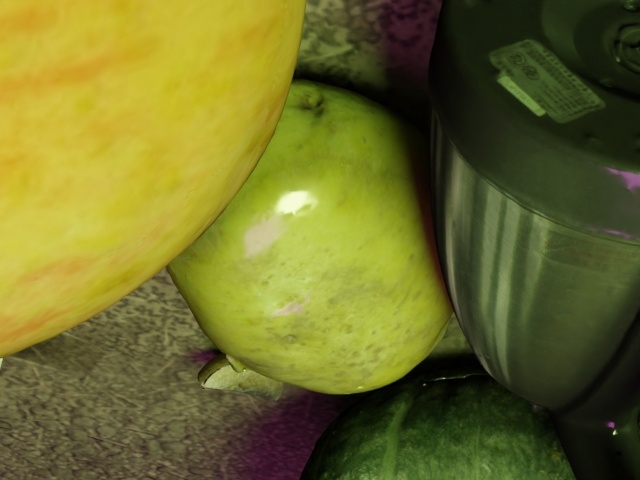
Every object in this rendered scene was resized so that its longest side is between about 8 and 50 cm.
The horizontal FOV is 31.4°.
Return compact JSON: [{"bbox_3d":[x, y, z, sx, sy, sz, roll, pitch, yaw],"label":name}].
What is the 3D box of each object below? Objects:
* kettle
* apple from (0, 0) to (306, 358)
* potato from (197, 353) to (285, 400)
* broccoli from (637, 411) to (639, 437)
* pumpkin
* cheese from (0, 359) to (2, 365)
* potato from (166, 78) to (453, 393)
[{"bbox_3d":[0.166,0.002,0.619,0.207,0.251,0.271,-31,148,-27],"label":"kettle"},{"bbox_3d":[-0.176,-0.118,0.424,0.364,0.364,0.364,3,144,2],"label":"apple"},{"bbox_3d":[-0.068,0.109,0.984,0.093,0.036,0.037,18,108,-46],"label":"potato"},{"bbox_3d":[0.328,0.098,0.705,0.254,0.302,0.186,10,133,58],"label":"broccoli"},{"bbox_3d":[0.141,0.243,0.948,0.328,0.257,0.291,6,141,10],"label":"pumpkin"},{"bbox_3d":[-0.160,-0.015,0.640,0.050,0.255,0.127,9,138,-4],"label":"cheese"},{"bbox_3d":[-0.002,0.001,0.726,0.228,0.148,0.197,22,108,-38],"label":"potato"}]
